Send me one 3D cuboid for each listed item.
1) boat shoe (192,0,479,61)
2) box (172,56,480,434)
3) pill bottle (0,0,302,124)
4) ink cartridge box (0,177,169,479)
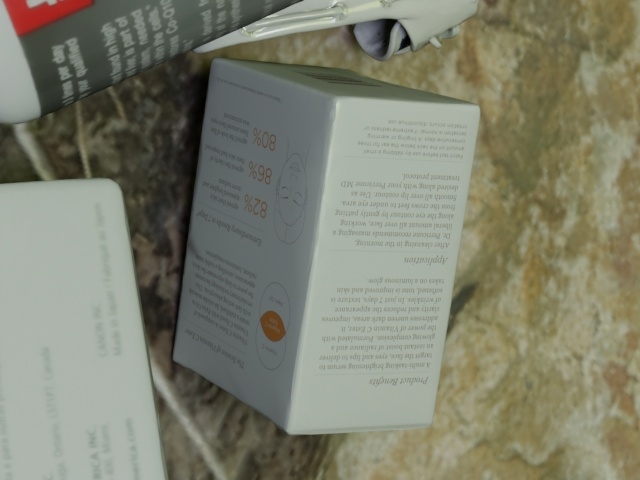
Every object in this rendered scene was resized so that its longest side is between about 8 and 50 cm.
[{"bbox_3d":[0.039,-0.143,1.029,0.258,0.095,0.084,-5,98,-22],"label":"boat shoe"},{"bbox_3d":[0.000,0.000,0.960,0.091,0.130,0.170,1,104,-33],"label":"box"},{"bbox_3d":[-0.113,-0.151,0.850,0.283,0.161,0.161,-26,105,-11],"label":"pill bottle"},{"bbox_3d":[-0.256,0.139,0.801,0.385,0.091,0.308,-5,70,-16],"label":"ink cartridge box"}]
